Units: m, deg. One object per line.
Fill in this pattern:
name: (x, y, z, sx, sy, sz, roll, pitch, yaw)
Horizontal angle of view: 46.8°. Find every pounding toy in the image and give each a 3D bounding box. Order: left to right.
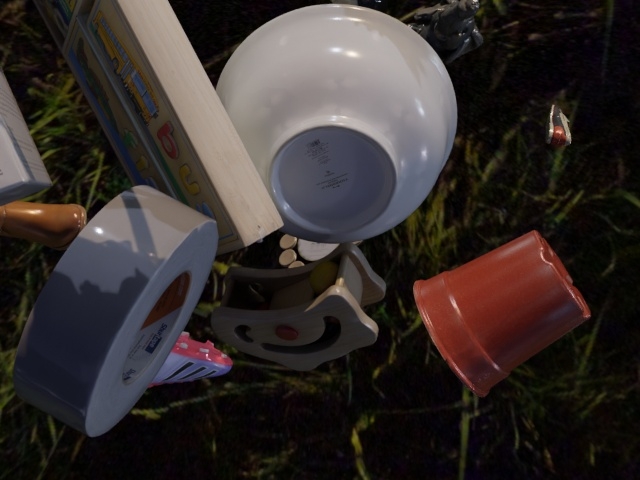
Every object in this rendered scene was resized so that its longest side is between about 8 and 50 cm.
pounding toy: (-0.037, 0.062, 0.946, 0.154, 0.155, 0.269, 34, 139, -24)

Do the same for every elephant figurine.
elephant figurine: (0.259, -0.431, 1.540, 0.239, 0.186, 0.169, -29, 133, 33)

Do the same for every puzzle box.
puzzle box: (-0.203, -0.166, 0.841, 0.052, 0.272, 0.409, -30, 96, -26)

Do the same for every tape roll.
tape roll: (-0.176, 0.063, 0.667, 0.072, 0.219, 0.219, 28, 105, 5)

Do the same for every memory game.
memory game: (0.000, 0.000, 1.412, 0.186, 0.186, 0.012, -34, 136, 9)

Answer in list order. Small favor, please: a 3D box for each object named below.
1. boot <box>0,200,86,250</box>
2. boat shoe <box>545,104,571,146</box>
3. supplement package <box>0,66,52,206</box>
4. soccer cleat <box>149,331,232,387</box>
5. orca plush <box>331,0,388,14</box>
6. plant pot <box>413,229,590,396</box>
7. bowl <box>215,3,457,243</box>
boot: (-0.466, -0.035, 1.120, 0.197, 0.152, 0.073, -3, 76, 35)
boat shoe: (0.461, -0.221, 1.432, 0.043, 0.137, 0.049, 11, 124, 9)
supplement package: (-0.392, -0.154, 0.663, 0.175, 0.177, 0.293, -23, 97, -11)
soccer cleat: (-0.248, 0.189, 1.120, 0.248, 0.083, 0.095, 16, 97, -41)
orca plush: (0.038, -0.406, 0.952, 0.102, 0.151, 0.287, -19, 68, -12)
plant pot: (0.372, 0.130, 1.484, 0.265, 0.272, 0.272, -34, 104, 19)
bowl: (0.015, -0.100, 0.840, 0.297, 0.134, 0.298, 1, 127, 1)
